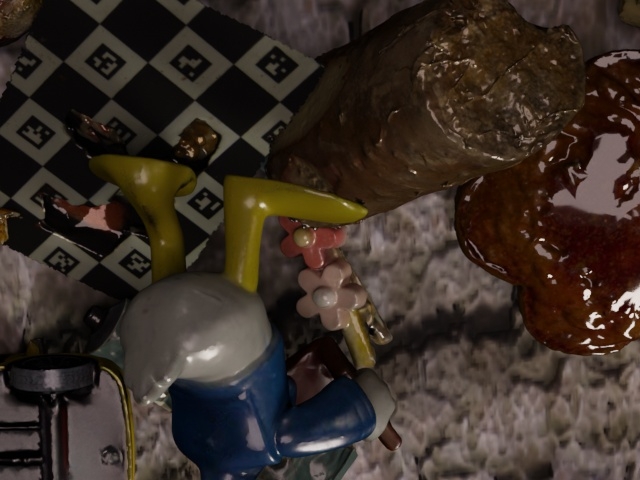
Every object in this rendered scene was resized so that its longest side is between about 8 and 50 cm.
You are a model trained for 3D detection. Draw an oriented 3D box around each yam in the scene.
[{"bbox_3d":[0.063,-0.089,1.004,0.128,0.238,0.129,-17,91,-32],"label":"yam"}]

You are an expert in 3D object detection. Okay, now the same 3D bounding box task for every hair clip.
[{"bbox_3d":[-0.003,0.003,1.127,0.062,0.056,0.213,-16,106,33],"label":"hair clip"}]

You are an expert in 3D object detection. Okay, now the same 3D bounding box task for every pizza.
[{"bbox_3d":[-0.261,-0.003,1.111,0.083,0.016,0.037,-26,127,25],"label":"pizza"}]

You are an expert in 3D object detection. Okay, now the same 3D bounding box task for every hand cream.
[{"bbox_3d":[-0.084,0.130,1.148,0.248,0.052,0.075,39,98,-11],"label":"hand cream"}]

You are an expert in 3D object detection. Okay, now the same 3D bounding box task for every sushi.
[{"bbox_3d":[-0.138,-0.078,1.071,0.193,0.043,0.279,25,127,-11],"label":"sushi"}]

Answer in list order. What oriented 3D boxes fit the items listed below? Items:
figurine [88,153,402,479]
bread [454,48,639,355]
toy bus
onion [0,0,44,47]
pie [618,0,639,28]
[{"bbox_3d":[-0.065,0.136,1.034,0.205,0.283,0.338,6,77,32],"label":"figurine"},{"bbox_3d":[0.212,-0.030,1.092,0.247,0.135,0.232,23,100,-9],"label":"bread"},{"bbox_3d":[-0.302,0.148,1.087,0.331,0.151,0.145,-1,96,-2],"label":"toy bus"},{"bbox_3d":[-0.258,-0.225,1.016,0.159,0.159,0.195,-41,79,5],"label":"onion"},{"bbox_3d":[0.362,-0.184,1.104,0.283,0.068,0.128,14,102,-8],"label":"pie"}]
